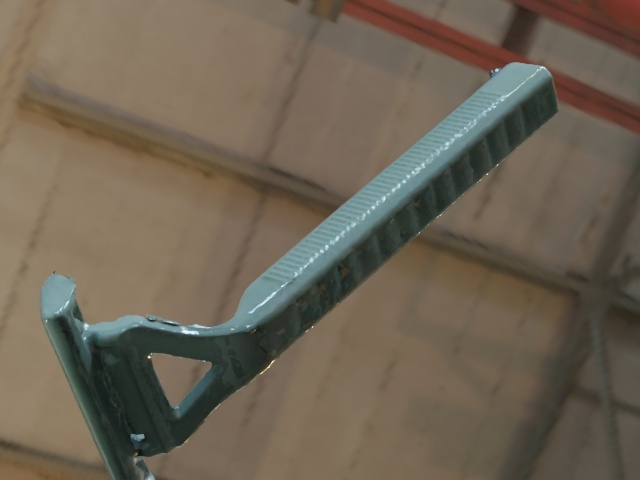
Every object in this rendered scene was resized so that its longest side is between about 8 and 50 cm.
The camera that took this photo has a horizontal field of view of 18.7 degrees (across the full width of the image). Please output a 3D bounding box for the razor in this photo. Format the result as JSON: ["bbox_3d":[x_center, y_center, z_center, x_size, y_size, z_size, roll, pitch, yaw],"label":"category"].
[{"bbox_3d":[0.008,0.002,0.852,0.278,0.056,0.111,-36,-55,-25],"label":"razor"}]
